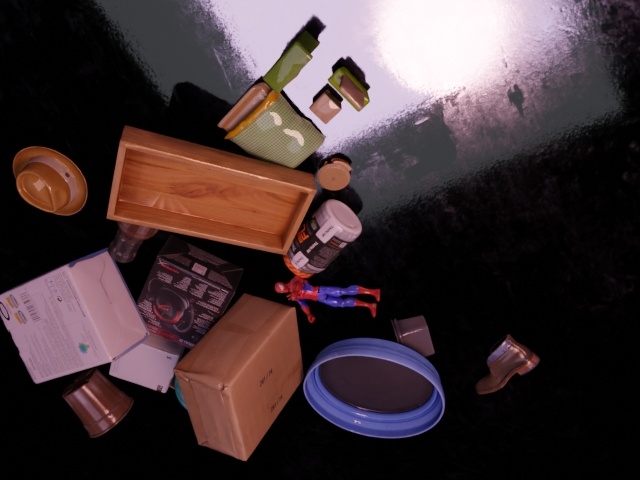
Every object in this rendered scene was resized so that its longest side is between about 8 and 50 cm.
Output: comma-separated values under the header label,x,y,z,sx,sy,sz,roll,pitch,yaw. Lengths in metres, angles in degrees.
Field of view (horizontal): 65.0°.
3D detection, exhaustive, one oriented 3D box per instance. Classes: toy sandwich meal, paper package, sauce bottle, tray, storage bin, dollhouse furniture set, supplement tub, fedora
label,x,y,z,sx,sy,sz,roll,pitch,yaw
toy sandwich meal,0.032,-0.155,1.176,0.086,0.029,0.085,2,134,2
paper package,-0.200,0.356,1.339,0.168,0.325,0.309,12,126,23
sauce bottle,-0.427,-0.082,1.228,0.112,0.111,0.344,33,122,-14
tray,-0.239,-0.101,1.119,0.412,0.076,0.202,13,128,-19
storage bin,0.260,0.277,1.395,0.091,0.098,0.135,-18,119,5
dollhouse furniture set,-0.070,-0.249,1.051,0.198,0.151,0.302,41,118,-19
supplement tub,0.000,0.000,1.226,0.117,0.117,0.190,36,119,-16
fedora,-0.680,-0.133,1.241,0.195,0.079,0.194,3,124,4

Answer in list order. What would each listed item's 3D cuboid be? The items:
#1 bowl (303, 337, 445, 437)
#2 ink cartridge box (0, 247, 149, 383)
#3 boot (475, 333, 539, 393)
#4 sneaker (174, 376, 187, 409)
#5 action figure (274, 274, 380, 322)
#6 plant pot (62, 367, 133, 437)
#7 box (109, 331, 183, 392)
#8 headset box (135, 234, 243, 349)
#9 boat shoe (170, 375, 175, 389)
label,x,y,z,sx,sy,sz,roll,pitch,yaw
bowl,0.150,0.418,1.417,0.392,0.077,0.390,8,130,9
ink cartridge box,-0.691,0.214,1.352,0.396,0.151,0.269,-20,96,25
boot,0.503,0.353,1.437,0.106,0.082,0.219,46,124,4
sneaker,-0.328,0.475,1.569,0.296,0.123,0.178,29,126,-18
action figure,0.011,0.164,1.324,0.281,0.139,0.091,11,122,3
plant pot,-0.727,0.514,1.626,0.167,0.167,0.165,-24,109,20
box,-0.507,0.331,1.497,0.182,0.119,0.180,21,122,-7
headset box,-0.374,0.162,1.377,0.218,0.110,0.293,26,122,-10
boat shoe,-0.494,0.437,1.603,0.152,0.056,0.049,37,152,-11
